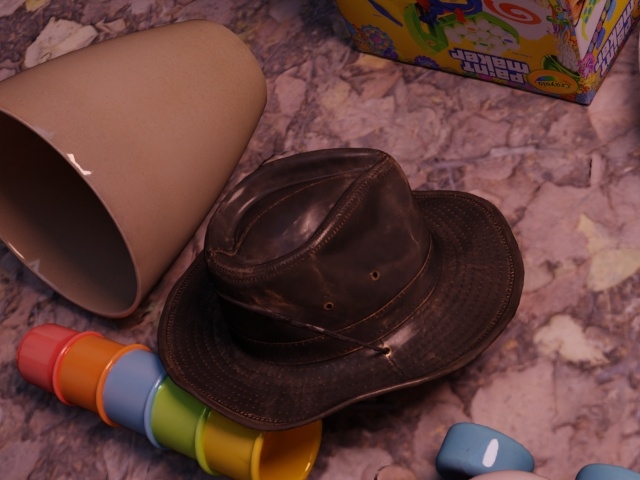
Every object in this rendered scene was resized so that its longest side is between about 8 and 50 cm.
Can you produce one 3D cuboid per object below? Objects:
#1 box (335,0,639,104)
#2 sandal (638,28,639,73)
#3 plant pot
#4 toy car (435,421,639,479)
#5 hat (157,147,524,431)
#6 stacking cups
[{"bbox_3d":[0.151,-0.313,0.972,0.290,0.279,0.177,21,67,32],"label":"box"},{"bbox_3d":[0.381,-0.105,0.849,0.169,0.102,0.416,-22,53,29],"label":"sandal"},{"bbox_3d":[-0.185,-0.104,1.014,0.256,0.256,0.274,21,50,33],"label":"plant pot"},{"bbox_3d":[0.109,0.210,0.643,0.210,0.238,0.219,13,62,30],"label":"toy car"},{"bbox_3d":[0.000,0.000,0.849,0.331,0.134,0.331,-11,35,8],"label":"hat"},{"bbox_3d":[-0.152,0.148,0.906,0.316,0.096,0.096,10,61,34],"label":"stacking cups"}]
